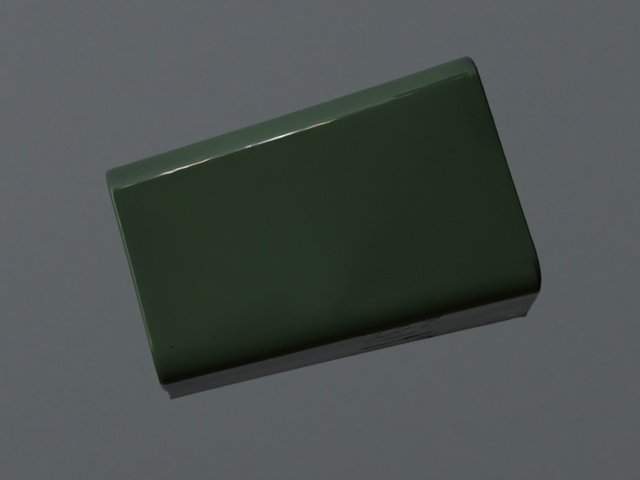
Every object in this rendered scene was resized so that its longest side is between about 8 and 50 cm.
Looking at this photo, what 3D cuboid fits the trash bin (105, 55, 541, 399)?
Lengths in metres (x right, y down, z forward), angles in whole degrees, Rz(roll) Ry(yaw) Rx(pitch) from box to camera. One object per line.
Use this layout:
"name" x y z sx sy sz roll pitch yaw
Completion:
"trash bin" 0.000 0.000 1.476 0.343 0.223 0.158 -16 -14 -3
